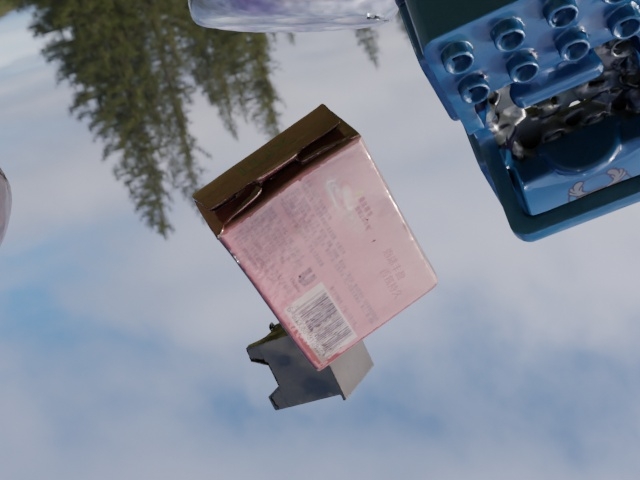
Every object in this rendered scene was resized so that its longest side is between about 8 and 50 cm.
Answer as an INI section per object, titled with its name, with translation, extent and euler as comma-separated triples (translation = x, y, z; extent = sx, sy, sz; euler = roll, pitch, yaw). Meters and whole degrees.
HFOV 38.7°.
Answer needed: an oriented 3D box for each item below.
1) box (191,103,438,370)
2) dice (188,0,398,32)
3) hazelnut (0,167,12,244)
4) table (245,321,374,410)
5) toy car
[box]
translation = 0.000, 0.000, 0.599
extent = 0.111, 0.156, 0.060
euler = -34, -141, -5
[dice]
translation = -0.035, -0.407, 1.151
extent = 0.270, 0.271, 0.270
euler = -1, -172, -5
[hazelnut]
translation = -0.362, -0.044, 0.817
extent = 0.178, 0.204, 0.178
euler = -22, 176, -2
[table]
translation = -0.012, 0.109, 0.875
extent = 0.082, 0.083, 0.070
euler = -20, -169, 32
[toy car]
translation = 0.107, -0.063, 0.403
extent = 0.097, 0.191, 0.100
euler = -22, -124, 17
